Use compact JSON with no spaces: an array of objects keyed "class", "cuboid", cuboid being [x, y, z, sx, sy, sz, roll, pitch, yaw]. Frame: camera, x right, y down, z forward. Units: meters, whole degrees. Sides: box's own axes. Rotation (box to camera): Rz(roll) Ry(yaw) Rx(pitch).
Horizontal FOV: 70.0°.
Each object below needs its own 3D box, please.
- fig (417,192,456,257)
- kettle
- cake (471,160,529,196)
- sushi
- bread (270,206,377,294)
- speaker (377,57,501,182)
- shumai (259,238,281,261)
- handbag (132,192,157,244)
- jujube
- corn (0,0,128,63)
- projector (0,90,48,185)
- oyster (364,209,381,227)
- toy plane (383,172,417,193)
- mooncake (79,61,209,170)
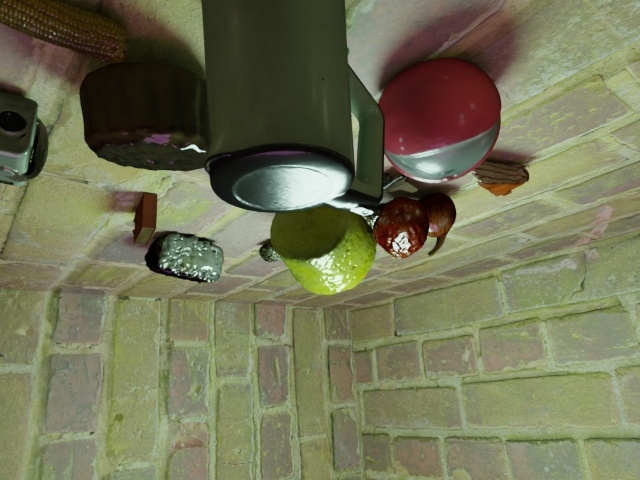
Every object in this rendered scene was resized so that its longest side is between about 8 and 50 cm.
[{"class":"fig","cuboid":[0.428,-0.067,1.694,0.175,0.207,0.175,-25,-176,2]},{"class":"kettle","cuboid":[-0.030,-0.243,0.785,0.360,0.377,0.250,13,154,-42]},{"class":"cake","cuboid":[0.575,-0.214,1.491,0.287,0.098,0.135,6,161,-42]},{"class":"sushi","cuboid":[-0.566,0.075,1.961,0.343,0.197,0.181,18,170,-40]},{"class":"bread","cuboid":[0.000,0.000,1.615,0.347,0.349,0.308,-12,154,21]},{"class":"speaker","cuboid":[0.273,-0.282,1.073,0.293,0.295,0.294,-4,162,-1]},{"class":"shumai","cuboid":[-0.220,0.037,2.065,0.123,0.099,0.087,-7,145,0]},{"class":"handbag","cuboid":[-0.602,-0.069,1.567,0.062,0.127,0.190,5,161,-28]},{"class":"jujube","cuboid":[0.283,-0.036,1.586,0.197,0.197,0.290,-6,156,3]},{"class":"corn","cuboid":[-0.447,-0.372,0.774,0.230,0.080,0.080,12,156,-36]},{"class":"projector","cuboid":[-0.730,-0.230,0.995,0.242,0.164,0.177,12,156,-32]},{"class":"oyster","cuboid":[0.286,-0.081,1.836,0.259,0.092,0.198,-7,164,-24]},{"class":"toy plane","cuboid":[0.206,-0.175,1.527,0.233,0.083,0.160,-15,172,-8]},{"class":"mooncake","cuboid":[-0.351,-0.244,0.975,0.290,0.162,0.290,-3,175,0]}]
